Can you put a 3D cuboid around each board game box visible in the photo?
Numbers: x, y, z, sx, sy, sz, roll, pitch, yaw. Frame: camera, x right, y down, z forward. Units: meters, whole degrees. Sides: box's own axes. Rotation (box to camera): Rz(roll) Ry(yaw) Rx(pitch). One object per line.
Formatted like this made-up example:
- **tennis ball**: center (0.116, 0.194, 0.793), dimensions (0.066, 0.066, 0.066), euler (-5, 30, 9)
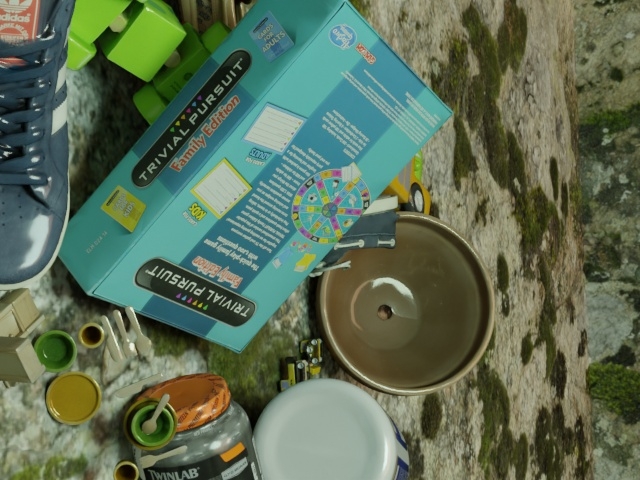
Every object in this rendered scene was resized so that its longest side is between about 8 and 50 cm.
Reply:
- **board game box**: center (-0.054, -0.064, 1.072), dimensions (0.336, 0.079, 0.254), euler (-48, 148, 6)

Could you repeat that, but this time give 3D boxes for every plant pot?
- **plant pot**: center (0.101, 0.088, 1.476), dimensions (0.110, 0.237, 0.237), euler (141, -47, -72)

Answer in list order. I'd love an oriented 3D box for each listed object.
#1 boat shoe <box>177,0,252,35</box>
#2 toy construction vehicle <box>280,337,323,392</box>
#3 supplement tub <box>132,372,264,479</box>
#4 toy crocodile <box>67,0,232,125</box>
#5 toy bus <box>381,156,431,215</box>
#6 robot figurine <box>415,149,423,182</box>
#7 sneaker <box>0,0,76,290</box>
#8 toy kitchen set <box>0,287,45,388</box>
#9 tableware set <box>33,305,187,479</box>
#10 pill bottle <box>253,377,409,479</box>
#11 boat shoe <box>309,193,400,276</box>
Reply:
- **boat shoe**: center (-0.096, -0.226, 1.165), dimensions (0.104, 0.089, 0.285), euler (-51, 145, -78)
- **toy construction vehicle**: center (-0.023, 0.171, 1.373), dimensions (0.086, 0.035, 0.098), euler (-6, 95, -73)
- **supplement tub**: center (-0.114, 0.234, 1.094), dimensions (0.117, 0.117, 0.190), euler (-41, 122, -57)
- **toy crocodile**: center (-0.160, -0.188, 1.038), dimensions (0.340, 0.115, 0.105), euler (37, 15, -39)
- **toy bus**: center (0.036, -0.126, 1.440), dimensions (0.332, 0.108, 0.130), euler (39, 50, -54)
- **robot figurine**: center (0.113, -0.096, 1.623), dimensions (0.101, 0.067, 0.115), euler (91, 6, -68)
- **sneaker**: center (-0.237, -0.139, 0.829), dimensions (0.131, 0.148, 0.350), euler (-4, 87, -29)
- **toy kitchen set**: center (-0.237, 0.090, 0.919), dimensions (0.083, 0.075, 0.068), euler (-51, 132, -47)
- **tableware set**: center (-0.186, 0.141, 0.992), dimensions (0.024, 0.104, 0.154), euler (-159, -131, -76)
- **pill bottle**: center (0.021, 0.247, 1.260), dimensions (0.265, 0.153, 0.153), euler (59, 34, -71)
- **boat shoe**: center (0.000, 0.000, 1.334), dimensions (0.254, 0.095, 0.079), euler (-17, 103, -48)
